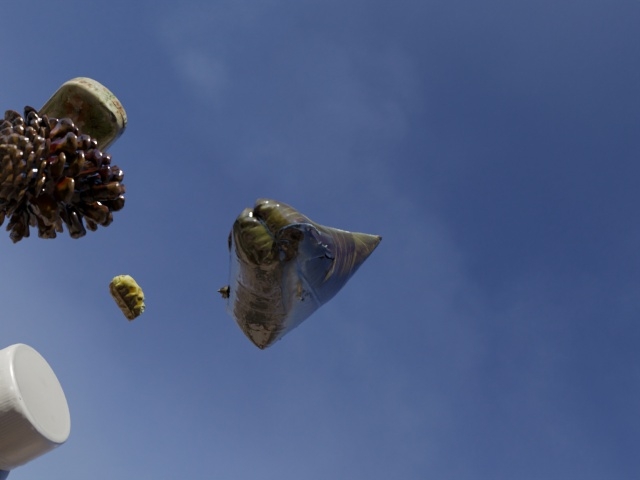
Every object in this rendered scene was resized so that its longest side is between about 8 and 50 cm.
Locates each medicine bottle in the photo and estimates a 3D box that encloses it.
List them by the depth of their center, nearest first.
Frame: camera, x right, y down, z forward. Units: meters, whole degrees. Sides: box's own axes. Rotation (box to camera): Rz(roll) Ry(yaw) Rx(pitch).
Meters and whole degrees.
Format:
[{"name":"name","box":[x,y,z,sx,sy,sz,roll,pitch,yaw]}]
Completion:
[{"name":"medicine bottle","box":[-0.588,0.311,1.005,0.208,0.340,0.208,63,-6,12]}]

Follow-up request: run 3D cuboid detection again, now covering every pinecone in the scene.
[{"name":"pinecone","box":[-0.489,-0.104,1.205,0.246,0.292,0.246,-8,-104,32]}]

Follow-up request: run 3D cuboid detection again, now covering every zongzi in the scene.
[{"name":"zongzi","box":[0.000,0.000,1.373,0.207,0.432,0.403,51,-25,21]}]

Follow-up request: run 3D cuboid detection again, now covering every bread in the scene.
[{"name":"bread","box":[-0.455,0.132,1.537,0.066,0.060,0.110,-27,-81,19]}]

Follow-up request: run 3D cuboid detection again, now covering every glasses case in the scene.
[{"name":"glasses case","box":[-0.598,-0.195,1.449,0.425,0.098,0.156,-35,-74,28]}]
